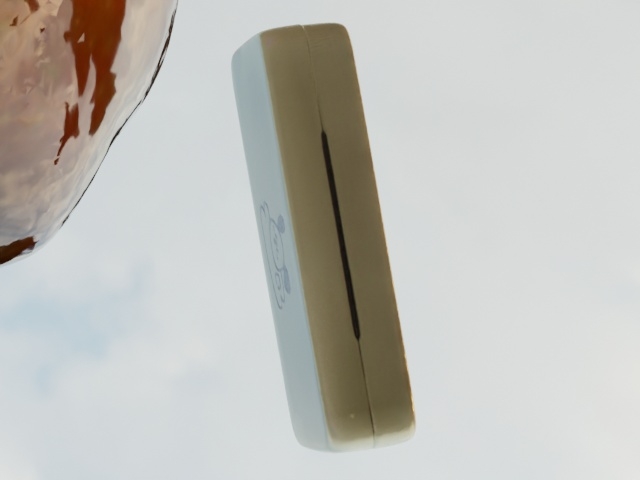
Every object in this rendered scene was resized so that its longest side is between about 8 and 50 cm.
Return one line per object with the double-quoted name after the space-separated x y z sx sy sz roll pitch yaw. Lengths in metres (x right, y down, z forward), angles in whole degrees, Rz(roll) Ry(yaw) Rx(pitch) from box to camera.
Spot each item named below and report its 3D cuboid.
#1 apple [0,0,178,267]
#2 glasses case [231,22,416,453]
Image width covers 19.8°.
-0.138 -0.083 0.413 0.230 0.230 0.230 3 -136 -3 "apple"
0.000 0.000 1.364 0.070 0.131 0.312 -10 -91 -13 "glasses case"
